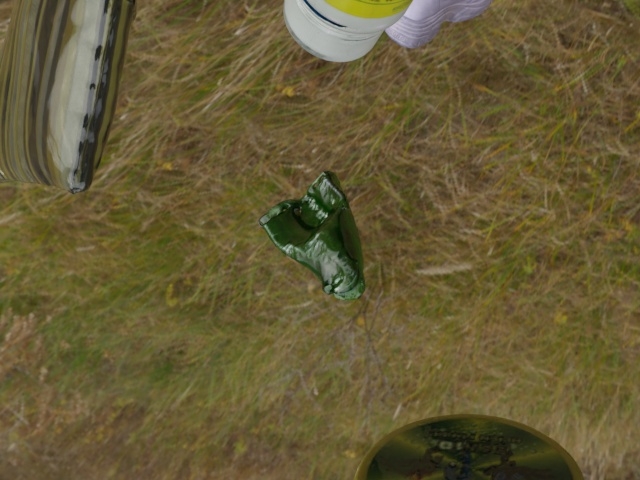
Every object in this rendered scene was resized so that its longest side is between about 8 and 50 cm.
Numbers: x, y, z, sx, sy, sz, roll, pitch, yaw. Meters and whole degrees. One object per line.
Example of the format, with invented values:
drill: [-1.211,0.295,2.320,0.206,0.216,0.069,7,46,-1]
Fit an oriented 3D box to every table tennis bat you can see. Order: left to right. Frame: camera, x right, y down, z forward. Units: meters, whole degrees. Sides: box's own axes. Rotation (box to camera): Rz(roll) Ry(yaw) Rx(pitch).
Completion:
table tennis bat: [0.110,0.237,0.608,0.198,0.321,0.050,1,110,21]

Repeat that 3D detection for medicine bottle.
medicine bottle: [0.048,-0.304,0.774,0.143,0.143,0.258,39,157,-2]

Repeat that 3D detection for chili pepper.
chili pepper: [-0.002,-0.002,0.837,0.108,0.216,0.062,-36,123,8]

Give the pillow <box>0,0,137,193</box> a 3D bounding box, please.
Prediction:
pillow: [-0.164,-0.135,0.478,0.052,0.208,0.212,14,178,-34]

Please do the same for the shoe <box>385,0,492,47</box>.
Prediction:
shoe: [0.200,-0.401,1.150,0.095,0.245,0.137,45,150,16]
